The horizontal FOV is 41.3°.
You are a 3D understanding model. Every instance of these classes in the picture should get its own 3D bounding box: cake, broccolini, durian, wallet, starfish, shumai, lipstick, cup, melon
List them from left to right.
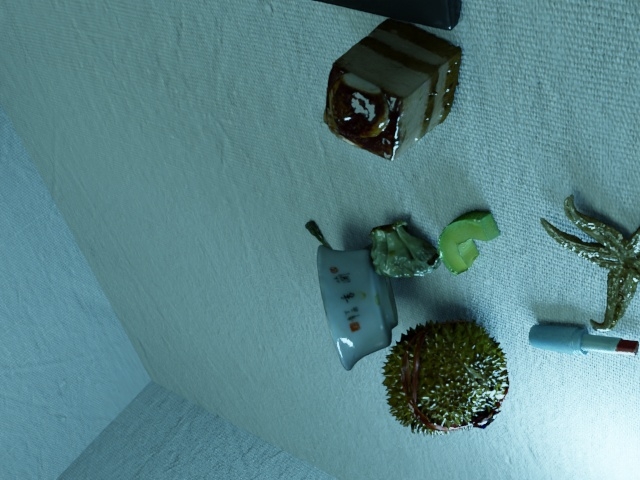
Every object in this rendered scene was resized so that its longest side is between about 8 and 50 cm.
[{"bbox_3d":[0.000,0.000,2.458,0.035,0.030,0.140,7,138,56],"label":"broccolini"},{"bbox_3d":[0.112,0.163,2.276,0.163,0.347,0.347,-13,128,8],"label":"cup"},{"bbox_3d":[0.086,-0.551,1.665,0.406,0.062,0.228,23,144,31],"label":"wallet"},{"bbox_3d":[0.131,-0.285,1.715,0.196,0.293,0.199,31,143,19],"label":"cake"},{"bbox_3d":[0.216,0.014,2.172,0.184,0.184,0.142,5,102,46],"label":"shumai"},{"bbox_3d":[0.333,0.368,2.255,0.347,0.347,0.384,35,136,13],"label":"durian"},{"bbox_3d":[0.350,-0.004,2.026,0.118,0.064,0.209,44,146,0],"label":"melon"},{"bbox_3d":[0.624,0.241,2.011,0.274,0.061,0.068,2,128,47],"label":"lipstick"},{"bbox_3d":[0.621,0.052,1.755,0.375,0.094,0.327,22,133,41],"label":"starfish"}]

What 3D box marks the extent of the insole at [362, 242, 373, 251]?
[{"bbox_3d":[0.132,0.047,2.377,0.063,0.010,0.192,48,147,-10],"label":"insole"}]
